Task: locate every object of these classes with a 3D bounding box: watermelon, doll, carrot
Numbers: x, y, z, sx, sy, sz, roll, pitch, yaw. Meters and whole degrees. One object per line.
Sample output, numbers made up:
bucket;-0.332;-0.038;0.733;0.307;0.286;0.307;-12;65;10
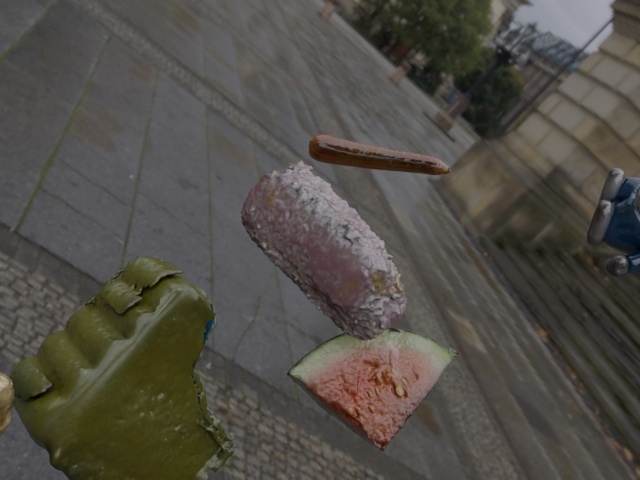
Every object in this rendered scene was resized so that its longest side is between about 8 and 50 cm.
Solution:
watermelon;0.049;0.167;0.888;0.145;0.193;0.137;36;32;9
doll;0.274;-0.004;0.539;0.152;0.114;0.085;21;-29;21
carrot;0.077;-0.110;0.985;0.190;0.037;0.037;9;13;7

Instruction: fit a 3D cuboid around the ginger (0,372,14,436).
ginger;-0.327;0.179;0.584;0.115;0.205;0.081;19;14;-46

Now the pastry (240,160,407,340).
pastry;-0.009;-0.006;0.831;0.112;0.103;0.265;31;13;-46

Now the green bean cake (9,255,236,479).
green bean cake;-0.241;0.197;1.035;0.202;0.285;0.310;26;-27;47
